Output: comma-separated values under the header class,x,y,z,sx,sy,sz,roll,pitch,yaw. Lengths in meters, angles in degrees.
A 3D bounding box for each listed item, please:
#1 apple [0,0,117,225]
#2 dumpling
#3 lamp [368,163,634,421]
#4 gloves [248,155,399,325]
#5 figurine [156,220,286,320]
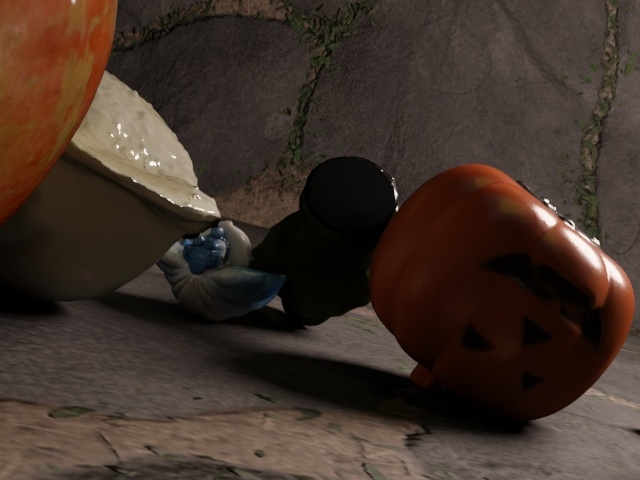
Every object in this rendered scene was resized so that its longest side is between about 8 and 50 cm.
class,x,y,z,sx,sy,sz,roll,pitch,yaw
apple,-0.238,-0.110,0.377,0.319,0.319,0.277,16,38,16
dumpling,-0.190,-0.064,0.655,0.243,0.175,0.227,-25,-43,34
lamp,0.122,0.043,0.739,0.187,0.164,0.187,39,8,-7
gloves,0.004,0.012,0.877,0.135,0.107,0.268,-11,-10,-12
figurine,-0.078,0.023,0.811,0.114,0.079,0.114,11,-1,0
